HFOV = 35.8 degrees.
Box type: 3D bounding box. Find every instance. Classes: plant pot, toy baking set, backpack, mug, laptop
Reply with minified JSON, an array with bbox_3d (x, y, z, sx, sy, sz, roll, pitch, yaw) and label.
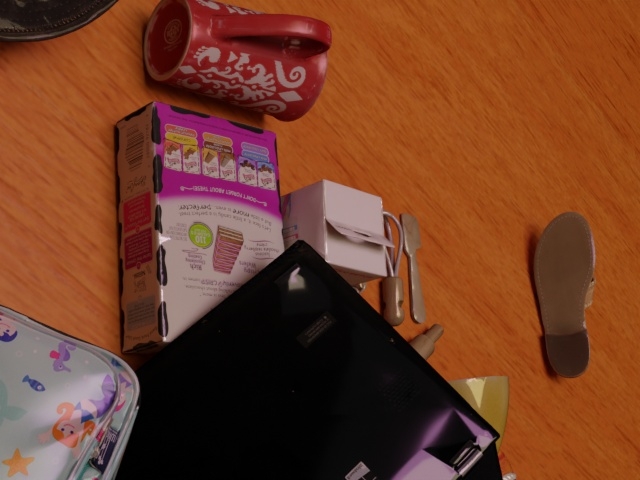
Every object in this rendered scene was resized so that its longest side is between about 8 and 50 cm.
[{"bbox_3d":[0.157,0.213,1.134,0.134,0.134,0.095,6,70,-45],"label":"plant pot"},{"bbox_3d":[0.080,0.066,1.186,0.256,0.030,0.197,-31,98,-47],"label":"toy baking set"},{"bbox_3d":[-0.254,0.160,0.650,0.225,0.191,0.253,25,62,-5],"label":"backpack"},{"bbox_3d":[-0.082,-0.208,1.039,0.169,0.150,0.113,8,46,-40],"label":"mug"},{"bbox_3d":[-0.030,0.293,0.914,0.408,0.236,0.382,45,62,11],"label":"laptop"}]

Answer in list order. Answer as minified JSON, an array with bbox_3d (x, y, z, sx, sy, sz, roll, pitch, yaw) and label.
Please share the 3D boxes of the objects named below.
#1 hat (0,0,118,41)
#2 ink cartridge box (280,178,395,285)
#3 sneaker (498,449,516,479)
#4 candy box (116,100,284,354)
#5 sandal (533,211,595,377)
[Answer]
[{"bbox_3d":[-0.275,-0.336,0.810,0.331,0.134,0.331,3,83,-24],"label":"hat"},{"bbox_3d":[0.000,0.000,1.042,0.092,0.143,0.090,14,66,-43],"label":"ink cartridge box"},{"bbox_3d":[0.165,0.287,1.186,0.175,0.064,0.067,-7,59,-51],"label":"sneaker"},{"bbox_3d":[-0.115,-0.004,0.977,0.159,0.071,0.233,10,68,-43],"label":"candy box"},{"bbox_3d":[0.360,0.083,1.458,0.079,0.088,0.240,39,51,-72],"label":"sandal"}]
